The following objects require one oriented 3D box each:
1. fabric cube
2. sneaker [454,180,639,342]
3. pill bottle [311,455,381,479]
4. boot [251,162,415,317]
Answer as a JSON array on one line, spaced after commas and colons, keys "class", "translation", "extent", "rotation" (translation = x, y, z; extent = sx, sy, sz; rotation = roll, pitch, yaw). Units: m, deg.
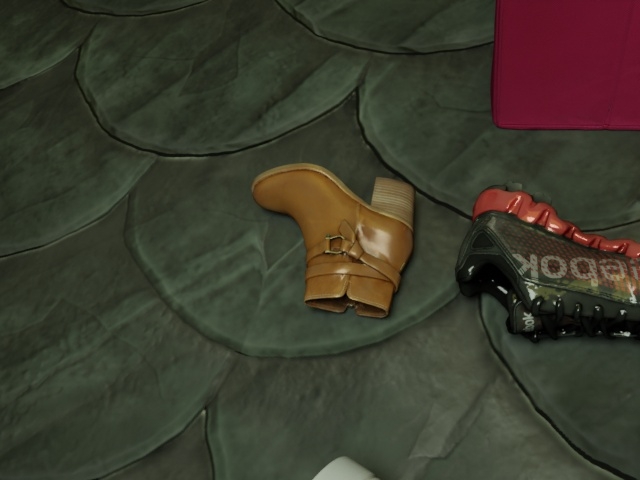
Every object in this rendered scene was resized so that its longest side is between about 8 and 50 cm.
[{"class": "fabric cube", "translation": [0.318, -0.297, 0.779], "extent": [0.258, 0.258, 0.254], "rotation": [2, 60, 14]}, {"class": "sneaker", "translation": [0.246, 0.050, 0.671], "extent": [0.276, 0.098, 0.135], "rotation": [26, 67, 28]}, {"class": "pill bottle", "translation": [0.090, 0.273, 0.539], "extent": [0.245, 0.136, 0.136], "rotation": [29, 68, 27]}, {"class": "boot", "translation": [0.000, 0.000, 0.776], "extent": [0.197, 0.073, 0.153], "rotation": [5, 64, 19]}]
